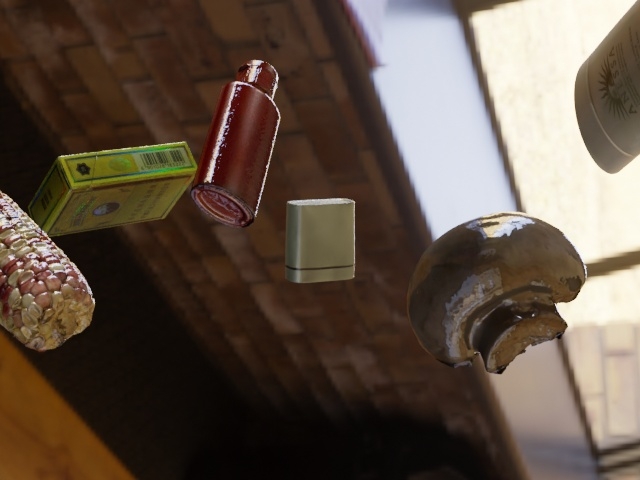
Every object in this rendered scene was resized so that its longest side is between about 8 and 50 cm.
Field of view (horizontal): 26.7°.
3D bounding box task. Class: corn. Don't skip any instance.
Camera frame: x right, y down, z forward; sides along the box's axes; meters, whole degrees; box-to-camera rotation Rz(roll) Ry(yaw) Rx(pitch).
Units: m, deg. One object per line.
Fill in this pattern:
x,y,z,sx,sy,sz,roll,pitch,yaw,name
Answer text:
-0.345,0.003,1.403,0.098,0.290,0.098,-35,148,-26,corn

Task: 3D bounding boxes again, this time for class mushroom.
0.164,0.041,1.353,0.117,0.188,0.141,45,15,-41,mushroom

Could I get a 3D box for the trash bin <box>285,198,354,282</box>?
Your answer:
0.000,0.000,2.213,0.059,0.116,0.130,-161,-111,-63,trash bin

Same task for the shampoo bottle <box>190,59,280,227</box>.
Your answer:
-0.111,-0.143,1.882,0.102,0.064,0.260,36,45,-26,shampoo bottle

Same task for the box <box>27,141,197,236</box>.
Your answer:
-0.309,-0.076,2.004,0.220,0.141,0.064,-8,65,-37,box

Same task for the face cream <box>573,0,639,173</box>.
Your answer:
0.436,-0.220,1.840,0.348,0.081,0.173,122,-47,-73,face cream
